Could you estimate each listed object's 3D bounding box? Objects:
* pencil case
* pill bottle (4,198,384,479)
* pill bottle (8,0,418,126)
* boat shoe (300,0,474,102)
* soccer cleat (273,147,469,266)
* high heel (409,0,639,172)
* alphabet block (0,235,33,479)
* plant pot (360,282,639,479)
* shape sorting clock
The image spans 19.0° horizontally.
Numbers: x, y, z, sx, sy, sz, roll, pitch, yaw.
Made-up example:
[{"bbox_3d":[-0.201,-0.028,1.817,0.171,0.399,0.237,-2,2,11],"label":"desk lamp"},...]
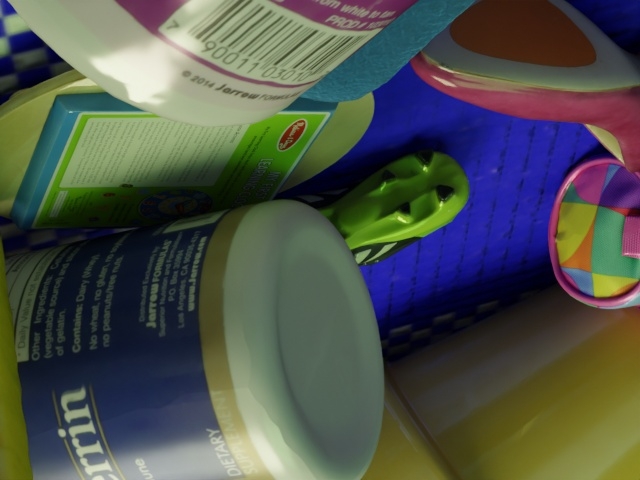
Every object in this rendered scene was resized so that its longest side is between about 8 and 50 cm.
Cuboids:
[{"bbox_3d":[0.254,-0.002,1.199,0.236,0.104,0.104,1,148,-36],"label":"pencil case"},{"bbox_3d":[-0.113,0.075,0.995,0.265,0.153,0.153,-12,159,24],"label":"pill bottle"},{"bbox_3d":[0.028,-0.180,0.609,0.301,0.169,0.169,-37,149,32],"label":"pill bottle"},{"bbox_3d":[0.048,-0.156,0.773,0.109,0.089,0.258,24,138,-38],"label":"boat shoe"},{"bbox_3d":[0.000,0.000,1.079,0.179,0.060,0.072,-18,160,-5],"label":"soccer cleat"},{"bbox_3d":[0.121,-0.071,0.994,0.244,0.082,0.117,-12,147,-44],"label":"high heel"},{"bbox_3d":[-0.256,0.061,0.848,0.197,0.193,0.192,-15,156,7],"label":"alphabet block"},{"bbox_3d":[0.142,0.151,1.287,0.239,0.254,0.254,-37,153,2],"label":"plant pot"},{"bbox_3d":[-0.075,-0.051,0.943,0.206,0.040,0.206,-7,159,-3],"label":"shape sorting clock"}]
